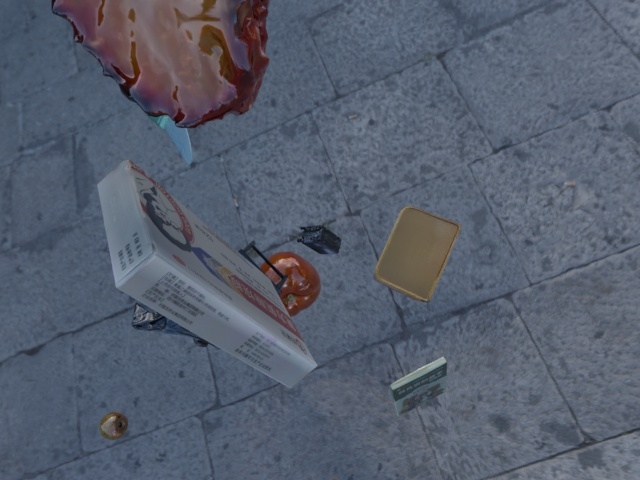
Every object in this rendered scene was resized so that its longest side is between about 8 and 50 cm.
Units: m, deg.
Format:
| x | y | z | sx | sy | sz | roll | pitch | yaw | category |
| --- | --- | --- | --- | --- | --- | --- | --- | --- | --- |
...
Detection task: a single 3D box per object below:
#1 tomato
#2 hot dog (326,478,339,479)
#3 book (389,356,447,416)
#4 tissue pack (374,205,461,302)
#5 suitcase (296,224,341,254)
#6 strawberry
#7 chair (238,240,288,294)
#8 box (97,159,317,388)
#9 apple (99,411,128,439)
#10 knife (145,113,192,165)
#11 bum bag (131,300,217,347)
| x | y | z | sx | sy | sz | roll | pitch | yaw | category |
| --- | --- | --- | --- | --- | --- | --- | --- | --- | --- |
| -0.121 | 0.149 | 1.680 | 0.259 | 0.260 | 0.180 | -27 | 50 | 3 | tomato |
| 0.024 | 0.574 | 0.992 | 0.089 | 0.060 | 0.140 | -18 | 55 | 34 | hot dog |
| 0.336 | 0.500 | 1.612 | 0.202 | 0.264 | 0.027 | -25 | 51 | -6 | book |
| 0.229 | 0.037 | 1.185 | 0.145 | 0.274 | 0.194 | 25 | 87 | 7 | tissue pack |
| 0.000 | 0.000 | 1.440 | 0.086 | 0.126 | 0.059 | -2 | 66 | 41 | suitcase |
| -0.136 | -0.278 | 0.471 | 0.265 | 0.149 | 0.336 | -17 | 94 | 25 | strawberry |
| -0.189 | 0.113 | 1.139 | 0.141 | 0.260 | 0.154 | -42 | 96 | 11 | chair |
| -0.151 | 0.060 | 0.681 | 0.069 | 0.353 | 0.214 | -40 | 45 | 4 | box |
| -0.607 | 0.544 | 1.396 | 0.071 | 0.084 | 0.084 | -17 | 65 | 15 | apple |
| -0.318 | -0.247 | 1.024 | 0.260 | 0.034 | 0.063 | 46 | 114 | 36 | knife |
| -0.341 | 0.195 | 1.207 | 0.248 | 0.060 | 0.123 | 20 | 52 | -22 | bum bag |
